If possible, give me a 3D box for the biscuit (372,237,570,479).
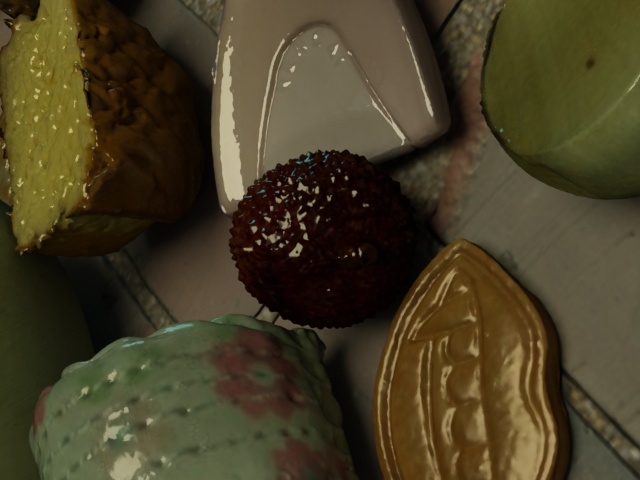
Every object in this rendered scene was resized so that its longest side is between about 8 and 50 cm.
[{"bbox_3d":[0.091,0.106,0.978,0.142,0.029,0.220,-18,67,40],"label":"biscuit"}]

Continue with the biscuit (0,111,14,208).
[{"bbox_3d":[-0.273,-0.060,1.383,0.071,0.018,0.147,3,79,42],"label":"biscuit"}]

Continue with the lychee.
[{"bbox_3d":[-0.002,-0.003,1.036,0.129,0.123,0.123,33,102,41],"label":"lychee"}]

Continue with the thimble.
[{"bbox_3d":[-0.080,0.148,1.032,0.211,0.185,0.149,-24,60,5],"label":"thimble"}]

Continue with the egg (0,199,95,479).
[{"bbox_3d":[-0.288,0.086,1.209,0.218,0.218,0.295,-38,84,30],"label":"egg"}]

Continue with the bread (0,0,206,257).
[{"bbox_3d":[-0.170,-0.085,1.207,0.143,0.139,0.229,-35,52,32],"label":"bread"}]

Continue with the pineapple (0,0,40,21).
[{"bbox_3d":[-0.191,-0.256,1.281,0.198,0.108,0.108,-40,51,4],"label":"pineapple"}]

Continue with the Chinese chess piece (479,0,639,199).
[{"bbox_3d":[0.175,-0.115,0.895,0.188,0.083,0.188,-44,33,38],"label":"Chinese chess piece"}]

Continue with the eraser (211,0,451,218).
[{"bbox_3d":[0.000,-0.155,1.119,0.204,0.059,0.243,-20,68,39],"label":"eraser"}]
